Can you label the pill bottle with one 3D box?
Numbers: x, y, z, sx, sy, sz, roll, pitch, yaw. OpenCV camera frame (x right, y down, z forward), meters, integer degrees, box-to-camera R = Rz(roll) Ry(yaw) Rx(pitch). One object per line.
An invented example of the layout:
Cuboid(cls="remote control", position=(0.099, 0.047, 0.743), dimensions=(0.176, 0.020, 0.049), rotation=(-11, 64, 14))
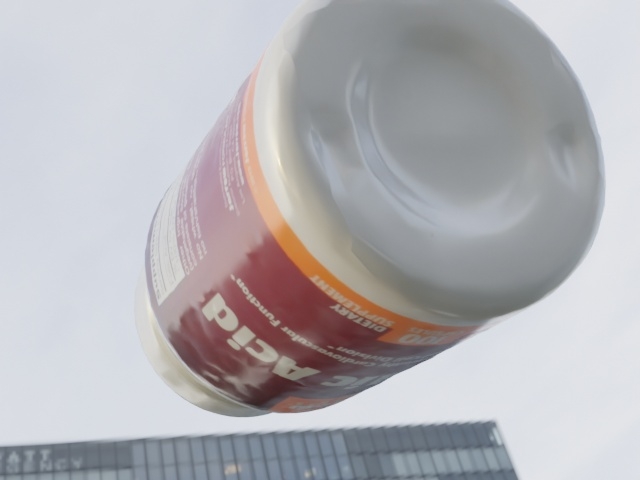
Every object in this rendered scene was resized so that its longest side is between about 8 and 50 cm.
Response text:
Cuboid(cls="pill bottle", position=(0.000, 0.000, 0.742), dimensions=(0.224, 0.224, 0.392), rotation=(7, -22, -21))
